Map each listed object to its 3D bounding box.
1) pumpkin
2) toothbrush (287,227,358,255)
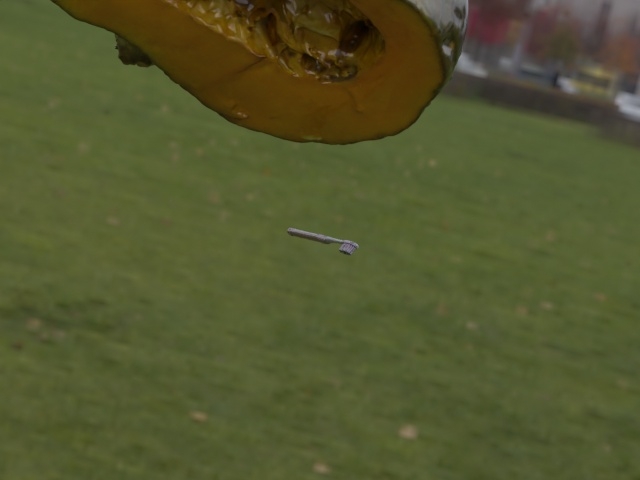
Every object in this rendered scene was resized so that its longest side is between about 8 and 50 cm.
[{"bbox_3d":[-0.063,-0.181,1.111,0.317,0.139,0.221,28,-36,-35],"label":"pumpkin"},{"bbox_3d":[0.000,0.000,1.125,0.006,0.008,0.097,44,-12,-23],"label":"toothbrush"}]
